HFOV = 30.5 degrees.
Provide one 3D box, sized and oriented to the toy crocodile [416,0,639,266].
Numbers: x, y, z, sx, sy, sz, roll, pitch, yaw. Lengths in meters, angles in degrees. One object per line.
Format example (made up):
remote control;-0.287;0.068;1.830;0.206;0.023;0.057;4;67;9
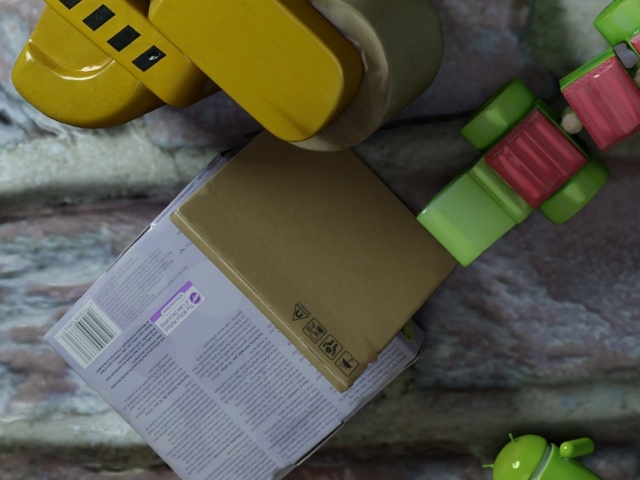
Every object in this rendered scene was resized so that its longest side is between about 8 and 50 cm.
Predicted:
toy crocodile;0.216;-0.104;0.917;0.340;0.105;0.115;-39;94;19

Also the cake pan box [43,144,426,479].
cake pan box;-0.082;0.090;1.054;0.246;0.070;0.267;45;109;0

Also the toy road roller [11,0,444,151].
toy road roller;-0.094;-0.165;0.926;0.329;0.202;0.240;41;121;5

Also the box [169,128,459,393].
box;0.000;0.000;0.978;0.201;0.164;0.021;46;150;-2

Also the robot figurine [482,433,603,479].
robot figurine;0.201;0.216;1.025;0.115;0.067;0.101;35;116;2
